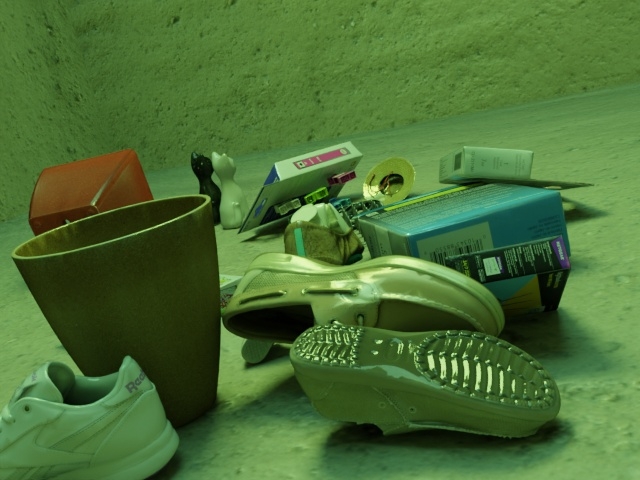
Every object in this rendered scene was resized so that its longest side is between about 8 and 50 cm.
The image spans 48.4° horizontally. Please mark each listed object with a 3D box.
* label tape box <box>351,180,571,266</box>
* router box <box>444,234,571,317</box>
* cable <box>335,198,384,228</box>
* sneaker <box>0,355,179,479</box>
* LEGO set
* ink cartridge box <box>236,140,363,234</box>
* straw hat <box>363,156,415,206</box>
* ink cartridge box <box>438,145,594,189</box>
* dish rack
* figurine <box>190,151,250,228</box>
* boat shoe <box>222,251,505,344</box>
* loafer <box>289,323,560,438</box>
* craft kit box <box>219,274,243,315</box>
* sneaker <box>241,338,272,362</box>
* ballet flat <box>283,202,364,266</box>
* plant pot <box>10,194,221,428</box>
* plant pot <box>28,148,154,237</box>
[{"bbox_3d":[0.216,-0.014,1.203,0.249,0.115,0.348,-16,8,-9],"label":"label tape box"},{"bbox_3d":[0.225,0.054,0.869,0.133,0.046,0.179,-12,-22,9],"label":"router box"},{"bbox_3d":[0.058,-0.054,1.657,0.185,0.047,0.150,-17,9,-2],"label":"cable"},{"bbox_3d":[-0.313,0.207,0.754,0.305,0.152,0.114,-16,16,-5],"label":"sneaker"},{"bbox_3d":[-0.015,-0.091,1.776,0.227,0.087,0.093,-27,16,-25],"label":"LEGO set"},{"bbox_3d":[-0.060,-0.137,1.806,0.371,0.069,0.175,-25,-23,-44],"label":"ink cartridge box"},{"bbox_3d":[0.184,-0.135,1.786,0.145,0.144,0.061,-4,-23,32],"label":"straw hat"},{"bbox_3d":[0.371,-0.136,1.392,0.239,0.060,0.275,3,2,0],"label":"ink cartridge box"},{"bbox_3d":[0.073,-0.034,1.486,0.272,0.074,0.208,-14,15,-2],"label":"dish rack"},{"bbox_3d":[-0.282,-0.145,1.965,0.092,0.209,0.215,-23,17,-32],"label":"figurine"},{"bbox_3d":[0.039,0.093,0.826,0.341,0.121,0.110,2,43,34],"label":"boat shoe"},{"bbox_3d":[0.102,0.149,0.724,0.269,0.092,0.102,9,35,18],"label":"loafer"},{"bbox_3d":[-0.297,0.124,1.263,0.250,0.060,0.247,1,18,44],"label":"craft kit box"},{"bbox_3d":[-0.065,0.110,1.013,0.134,0.051,0.070,-52,6,2],"label":"sneaker"},{"bbox_3d":[0.000,0.000,1.179,0.116,0.124,0.342,-18,0,12],"label":"ballet flat"},{"bbox_3d":[-0.220,0.096,0.882,0.237,0.254,0.237,-12,15,3],"label":"plant pot"},{"bbox_3d":[-0.581,-0.045,1.810,0.268,0.267,0.235,-12,27,8],"label":"plant pot"}]
